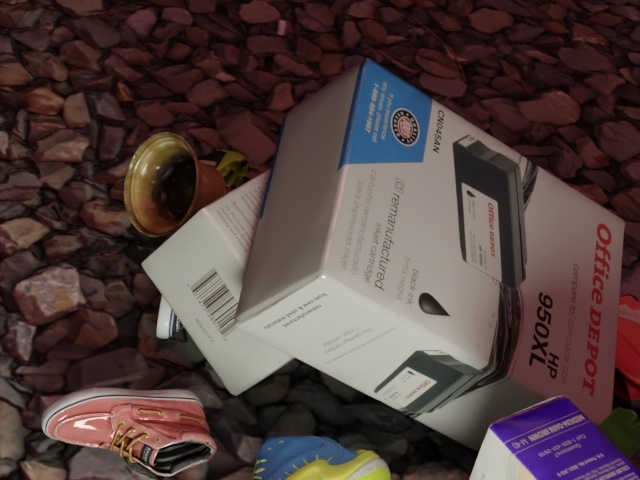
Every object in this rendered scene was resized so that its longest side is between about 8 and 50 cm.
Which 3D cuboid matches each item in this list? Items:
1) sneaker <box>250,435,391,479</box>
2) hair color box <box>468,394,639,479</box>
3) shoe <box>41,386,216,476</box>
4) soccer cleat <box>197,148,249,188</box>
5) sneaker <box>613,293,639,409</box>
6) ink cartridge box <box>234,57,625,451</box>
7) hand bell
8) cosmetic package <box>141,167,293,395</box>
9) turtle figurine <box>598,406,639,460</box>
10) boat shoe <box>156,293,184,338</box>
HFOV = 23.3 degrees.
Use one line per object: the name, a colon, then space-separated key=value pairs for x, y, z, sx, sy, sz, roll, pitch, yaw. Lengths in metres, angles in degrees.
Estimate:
sneaker: x=-0.048 y=0.272 z=1.594 sx=0.240 sy=0.091 sz=0.126 roll=-19 pitch=31 yaw=-35
hair color box: x=0.263 y=0.322 z=1.372 sx=0.110 sy=0.185 sz=0.339 roll=-18 pitch=48 yaw=-34
shoe: x=-0.199 y=0.202 z=1.629 sx=0.178 sy=0.063 sz=0.081 roll=0 pitch=36 yaw=-25
soccer cleat: x=-0.168 y=-0.071 z=1.988 sx=0.072 sy=0.060 sz=0.179 roll=20 pitch=34 yaw=36
sneaker: x=0.423 y=0.159 z=1.820 sx=0.314 sy=0.116 sz=0.136 roll=10 pitch=45 yaw=36
ink cartridge box: x=0.134 y=0.032 z=1.689 sx=0.395 sy=0.166 sz=0.285 roll=29 pitch=54 yaw=-25
hand bell: x=-0.114 y=-0.052 z=1.926 sx=0.242 sy=0.126 sz=0.126 roll=11 pitch=29 yaw=-50
cosmetic package: x=0.000 y=0.000 z=1.818 sx=0.365 sy=0.155 sz=0.197 roll=-31 pitch=85 yaw=-44
turtle figurine: x=0.437 y=0.212 z=1.638 sx=0.266 sy=0.198 sz=0.274 roll=-8 pitch=10 yaw=-44
boat shoe: x=-0.135 y=0.055 z=1.826 sx=0.083 sy=0.065 sz=0.183 roll=13 pitch=36 yaw=4
